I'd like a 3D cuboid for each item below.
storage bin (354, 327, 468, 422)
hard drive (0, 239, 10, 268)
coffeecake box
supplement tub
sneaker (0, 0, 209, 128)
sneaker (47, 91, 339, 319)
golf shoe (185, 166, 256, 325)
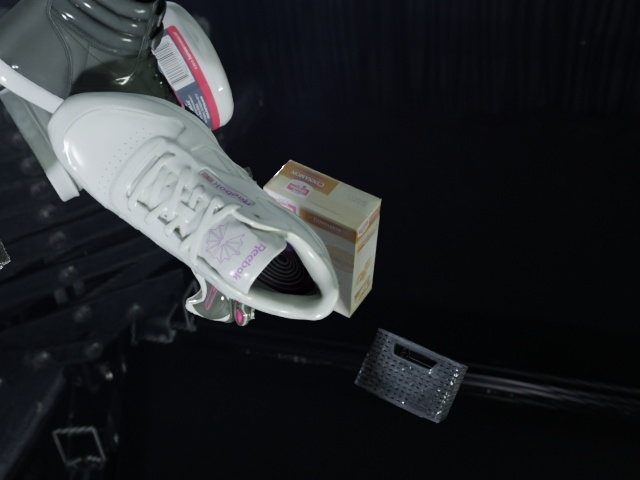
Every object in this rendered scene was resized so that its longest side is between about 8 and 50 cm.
[{"bbox_3d":[0.130,0.187,1.128,0.122,0.180,0.084,23,-93,16],"label":"storage bin"},{"bbox_3d":[-0.525,0.072,0.896,0.339,0.064,0.237,-12,-166,42],"label":"hard drive"},{"bbox_3d":[0.000,0.000,1.110,0.142,0.185,0.068,26,-127,19],"label":"coffeecake box"},{"bbox_3d":[-0.277,-0.191,1.123,0.272,0.191,0.191,-31,-134,-13],"label":"supplement tub"},{"bbox_3d":[-0.178,-0.177,0.816,0.147,0.296,0.104,-47,-122,14],"label":"sneaker"},{"bbox_3d":[-0.099,-0.032,0.723,0.114,0.305,0.152,-55,-163,3],"label":"sneaker"},{"bbox_3d":[-0.159,0.012,1.350,0.120,0.272,0.105,5,-164,-4],"label":"golf shoe"}]
